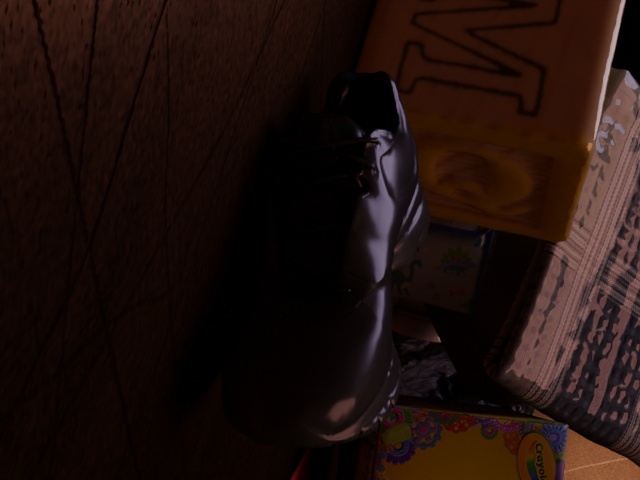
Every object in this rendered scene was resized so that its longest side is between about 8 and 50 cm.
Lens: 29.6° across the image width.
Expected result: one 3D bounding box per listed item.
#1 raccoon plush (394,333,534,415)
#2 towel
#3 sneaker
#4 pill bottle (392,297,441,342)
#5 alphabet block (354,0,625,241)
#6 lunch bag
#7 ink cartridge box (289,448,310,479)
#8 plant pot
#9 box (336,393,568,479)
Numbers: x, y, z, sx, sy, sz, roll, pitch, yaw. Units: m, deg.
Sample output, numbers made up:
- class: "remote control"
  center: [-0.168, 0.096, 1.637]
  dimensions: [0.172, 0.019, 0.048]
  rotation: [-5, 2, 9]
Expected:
- class: "raccoon plush"
  center: [0.217, 0.292, 1.637]
  dimensions: [0.446, 0.216, 0.299]
  rotation: [-55, 132, -66]
- class: "towel"
  center: [0.298, 0.033, 1.188]
  dimensions: [0.312, 0.056, 0.324]
  rotation: [31, 79, -41]
- class: "sneaker"
  center: [0.000, 0.000, 0.712]
  dimensions: [0.286, 0.109, 0.130]
  rotation: [-76, 163, -52]
- class: "pill bottle"
  center: [0.142, 0.021, 1.468]
  dimensions: [0.108, 0.108, 0.193]
  rotation: [-13, 115, -79]
- class: "alphabet block"
  center: [0.141, -0.137, 1.009]
  dimensions: [0.192, 0.193, 0.197]
  rotation: [77, 28, -65]
- class: "lunch bag"
  center: [0.102, -0.021, 1.126]
  dimensions: [0.096, 0.129, 0.151]
  rotation: [-48, 150, -72]
- class: "ink cartridge box"
  center: [-0.034, 0.341, 1.023]
  dimensions: [0.275, 0.060, 0.239]
  rotation: [-50, 153, -69]
- class: "plant pot"
  center: [0.186, 0.006, 1.300]
  dimensions: [0.254, 0.237, 0.237]
  rotation: [51, 38, -25]
- class: "box"
  center: [0.107, 0.304, 1.186]
  dimensions: [0.279, 0.177, 0.290]
  rotation: [148, -52, -84]
